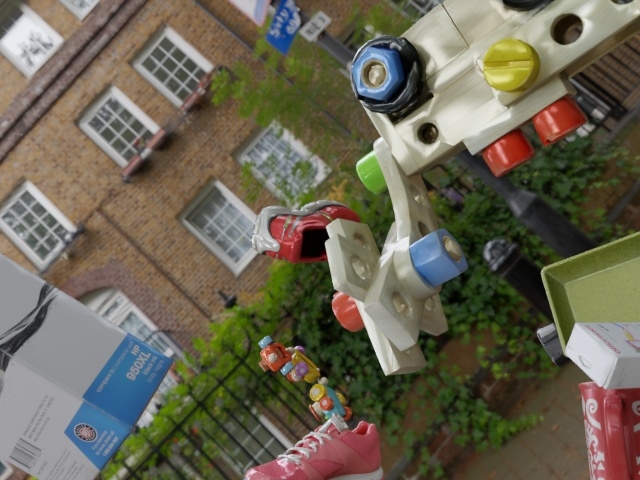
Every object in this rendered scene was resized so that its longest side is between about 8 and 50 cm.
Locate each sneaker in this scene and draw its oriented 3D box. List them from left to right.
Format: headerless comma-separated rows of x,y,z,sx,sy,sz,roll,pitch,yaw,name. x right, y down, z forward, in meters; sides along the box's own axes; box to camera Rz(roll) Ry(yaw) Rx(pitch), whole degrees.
-0.009,0.393,1.179,0.314,0.136,0.116,9,-7,-41,sneaker
0.000,0.000,1.114,0.279,0.118,0.107,-13,-58,-55,sneaker

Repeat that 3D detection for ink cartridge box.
-0.495,0.222,1.083,0.285,0.395,0.166,-50,10,36,ink cartridge box
0.410,0.153,0.870,0.088,0.123,0.052,-125,40,-60,ink cartridge box

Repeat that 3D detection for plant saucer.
0.480,0.096,1.064,0.188,0.045,0.188,-25,41,25,plant saucer

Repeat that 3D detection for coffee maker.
0.691,0.265,1.714,0.178,0.120,0.171,-41,37,23,coffee maker

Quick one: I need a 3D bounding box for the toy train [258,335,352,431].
-0.027,0.205,0.907,0.046,0.166,0.125,-43,-7,10,toy train

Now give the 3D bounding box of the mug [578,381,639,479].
0.417,0.288,0.910,0.113,0.150,0.169,-22,59,55,mug

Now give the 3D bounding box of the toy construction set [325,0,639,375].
0.134,-0.066,0.385,0.328,0.215,0.151,-32,-6,15,toy construction set
